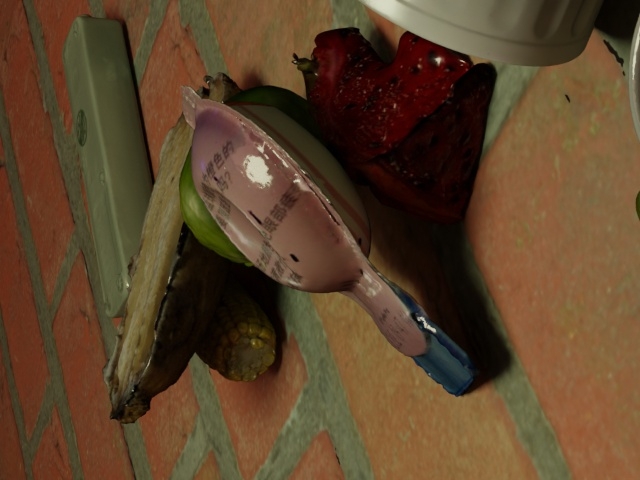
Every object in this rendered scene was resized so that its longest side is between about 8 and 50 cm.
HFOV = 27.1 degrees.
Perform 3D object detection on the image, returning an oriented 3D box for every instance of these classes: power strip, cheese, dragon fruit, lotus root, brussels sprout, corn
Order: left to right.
[{"bbox_3d":[-0.241,-0.099,1.541,0.091,0.062,0.385,-48,49,54],"label":"power strip"},{"bbox_3d":[-0.113,0.009,1.186,0.167,0.078,0.329,-38,36,59],"label":"lotus root"},{"bbox_3d":[-0.110,0.060,1.263,0.238,0.080,0.080,42,127,52],"label":"corn"},{"bbox_3d":[-0.047,-0.048,1.074,0.117,0.155,0.155,11,103,28],"label":"brussels sprout"},{"bbox_3d":[0.000,0.000,0.917,0.286,0.074,0.189,44,167,11],"label":"cheese"},{"bbox_3d":[0.035,-0.104,0.945,0.192,0.092,0.122,58,140,46],"label":"dragon fruit"}]

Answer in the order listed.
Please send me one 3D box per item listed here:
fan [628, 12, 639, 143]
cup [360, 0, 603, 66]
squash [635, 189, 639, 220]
[{"bbox_3d":[0.219,-0.032,0.597,0.130,0.074,0.244,-56,43,49],"label":"fan"},{"bbox_3d":[0.097,-0.237,0.739,0.221,0.166,0.202,56,136,41],"label":"cup"},{"bbox_3d":[0.191,0.003,0.707,0.027,0.027,0.083,-58,41,48],"label":"squash"}]
